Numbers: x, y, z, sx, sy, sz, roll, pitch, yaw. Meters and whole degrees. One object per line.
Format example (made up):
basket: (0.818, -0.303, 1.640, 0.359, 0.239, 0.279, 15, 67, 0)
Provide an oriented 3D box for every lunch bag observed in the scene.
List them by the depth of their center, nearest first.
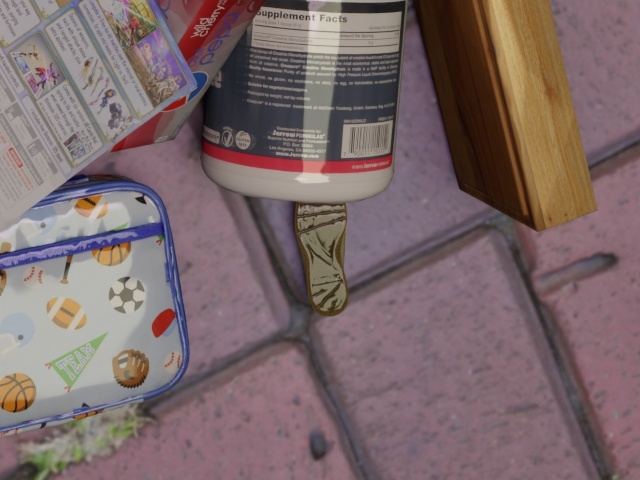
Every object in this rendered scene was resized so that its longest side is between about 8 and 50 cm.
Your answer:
lunch bag: (-0.288, 0.057, 1.904, 0.303, 0.115, 0.243, -12, 105, -17)

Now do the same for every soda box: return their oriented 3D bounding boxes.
soda box: (-0.135, -0.197, 1.816, 0.083, 0.092, 0.263, -15, 153, -41)

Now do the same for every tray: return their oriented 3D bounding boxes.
tray: (0.154, -0.228, 1.937, 0.076, 0.203, 0.411, -21, 109, -13)

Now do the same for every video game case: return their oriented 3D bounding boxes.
video game case: (-0.258, -0.165, 1.618, 0.244, 0.061, 0.269, -37, 131, -13)

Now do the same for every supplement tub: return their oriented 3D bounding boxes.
supplement tub: (-0.014, -0.183, 1.896, 0.191, 0.191, 0.272, 0, 103, -19)

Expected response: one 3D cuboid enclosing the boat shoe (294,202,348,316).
boat shoe: (0.002, 0.000, 2.032, 0.056, 0.048, 0.153, -9, 100, -4)
